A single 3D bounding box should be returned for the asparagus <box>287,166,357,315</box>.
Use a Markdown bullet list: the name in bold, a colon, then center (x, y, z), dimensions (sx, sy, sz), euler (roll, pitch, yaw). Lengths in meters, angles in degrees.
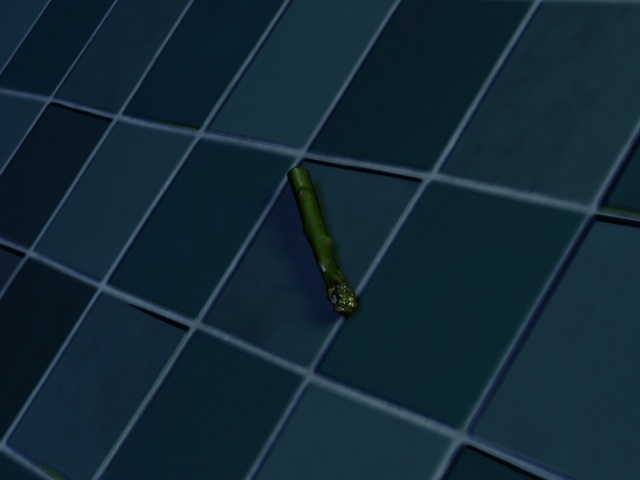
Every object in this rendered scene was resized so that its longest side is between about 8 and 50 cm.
- **asparagus**: center (0.000, 0.000, 0.845), dimensions (0.015, 0.018, 0.127), euler (-9, 40, -9)
